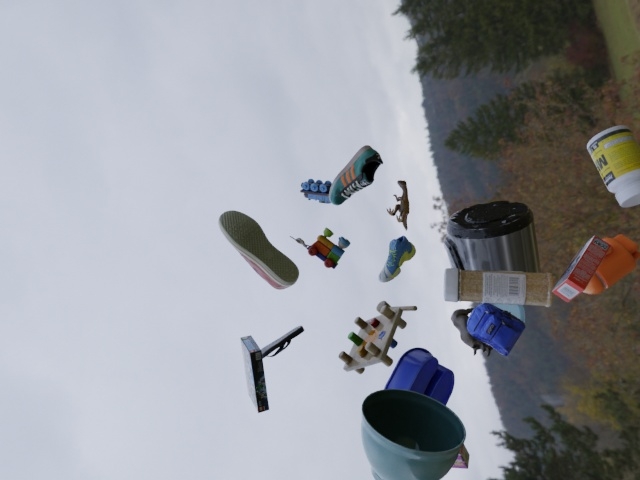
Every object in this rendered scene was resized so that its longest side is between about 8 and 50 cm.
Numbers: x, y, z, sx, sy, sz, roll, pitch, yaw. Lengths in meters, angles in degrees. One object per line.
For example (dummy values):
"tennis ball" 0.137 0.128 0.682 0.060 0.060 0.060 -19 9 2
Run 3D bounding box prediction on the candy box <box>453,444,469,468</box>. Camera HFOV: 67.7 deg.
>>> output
"candy box" 0.521 0.871 2.032 0.233 0.159 0.071 61 -145 -26

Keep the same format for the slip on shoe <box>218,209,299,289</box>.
"slip on shoe" -0.209 0.035 1.536 0.331 0.101 0.123 43 -128 7

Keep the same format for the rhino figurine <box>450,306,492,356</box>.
"rhino figurine" 0.571 0.343 1.787 0.243 0.106 0.073 -107 2 -52

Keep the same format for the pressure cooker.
"pressure cooker" 0.765 0.074 2.091 0.370 0.375 0.420 -28 -68 -30

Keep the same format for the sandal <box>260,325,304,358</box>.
"sandal" -0.168 0.458 2.094 0.254 0.097 0.054 -28 -88 -30

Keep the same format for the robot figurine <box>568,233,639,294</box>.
"robot figurine" 0.855 0.076 1.454 0.128 0.219 0.158 53 -173 13

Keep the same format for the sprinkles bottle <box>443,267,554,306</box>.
"sprinkles bottle" 0.613 0.164 1.664 0.121 0.355 0.121 2 -90 -74

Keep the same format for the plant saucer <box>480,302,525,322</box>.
"plant saucer" 0.680 0.271 1.767 0.037 0.195 0.195 3 -110 -34

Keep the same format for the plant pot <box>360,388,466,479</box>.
"plant pot" 0.245 0.589 1.360 0.293 0.293 0.196 -24 -54 -66

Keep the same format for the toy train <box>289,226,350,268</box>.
"toy train" 0.000 0.000 2.084 0.248 0.143 0.105 37 -169 6

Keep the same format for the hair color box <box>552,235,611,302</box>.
"hair color box" 0.698 0.076 1.276 0.167 0.053 0.093 -45 -19 -22

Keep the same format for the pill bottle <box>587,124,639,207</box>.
"pill bottle" 0.853 -0.207 1.343 0.119 0.119 0.209 31 -138 -57

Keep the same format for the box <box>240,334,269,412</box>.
"box" -0.242 0.485 1.744 0.159 0.044 0.233 -159 61 -66

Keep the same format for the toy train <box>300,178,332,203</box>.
"toy train" -0.014 -0.243 2.365 0.080 0.184 0.105 -42 -46 -51

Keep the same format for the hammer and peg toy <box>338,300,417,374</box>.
"hammer and peg toy" 0.236 0.364 1.967 0.127 0.266 0.361 40 -128 -12

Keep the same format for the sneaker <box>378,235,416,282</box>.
"sneaker" 0.311 0.070 2.062 0.240 0.091 0.126 -44 -64 -29

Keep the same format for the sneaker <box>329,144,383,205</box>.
"sneaker" 0.152 -0.261 2.061 0.108 0.302 0.121 16 -153 -46

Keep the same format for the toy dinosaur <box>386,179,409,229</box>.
"toy dinosaur" 0.279 -0.095 1.599 0.112 0.064 0.212 -33 -51 -39

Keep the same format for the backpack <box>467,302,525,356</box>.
"backpack" 0.416 0.205 1.144 0.098 0.120 0.101 -59 -21 5

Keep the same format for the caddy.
"caddy" 0.402 0.622 2.010 0.241 0.179 0.341 41 -108 -24
